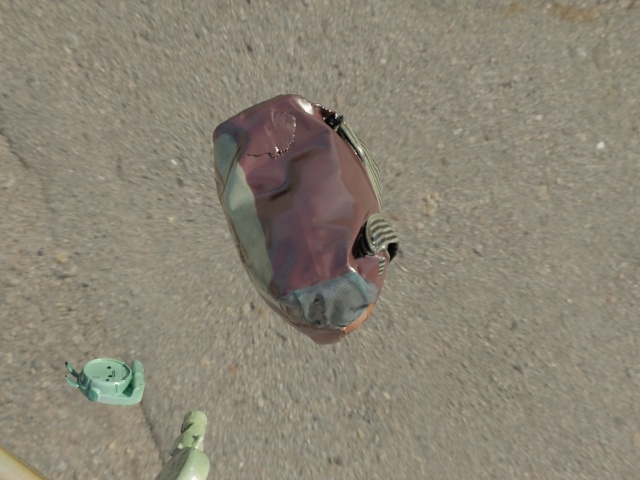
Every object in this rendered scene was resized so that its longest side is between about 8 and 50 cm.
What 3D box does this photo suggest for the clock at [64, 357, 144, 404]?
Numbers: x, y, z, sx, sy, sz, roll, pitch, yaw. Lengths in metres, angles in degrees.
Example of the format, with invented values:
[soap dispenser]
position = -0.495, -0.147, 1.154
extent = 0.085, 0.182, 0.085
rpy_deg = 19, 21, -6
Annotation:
[clock]
position = -0.373, 0.240, 1.573
extent = 0.135, 0.101, 0.041
rpy_deg = 7, 112, -17

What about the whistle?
[whistle]
position = -0.238, 0.393, 1.605
extent = 0.067, 0.258, 0.126
rpy_deg = 41, 111, -17

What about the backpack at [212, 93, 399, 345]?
[backpack]
position = 0.000, 0.000, 1.161
extent = 0.197, 0.317, 0.283
rpy_deg = -18, 64, 6

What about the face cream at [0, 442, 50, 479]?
[face cream]
position = -0.261, 0.190, 0.682
extent = 0.285, 0.139, 0.067
rpy_deg = 40, 45, -9
